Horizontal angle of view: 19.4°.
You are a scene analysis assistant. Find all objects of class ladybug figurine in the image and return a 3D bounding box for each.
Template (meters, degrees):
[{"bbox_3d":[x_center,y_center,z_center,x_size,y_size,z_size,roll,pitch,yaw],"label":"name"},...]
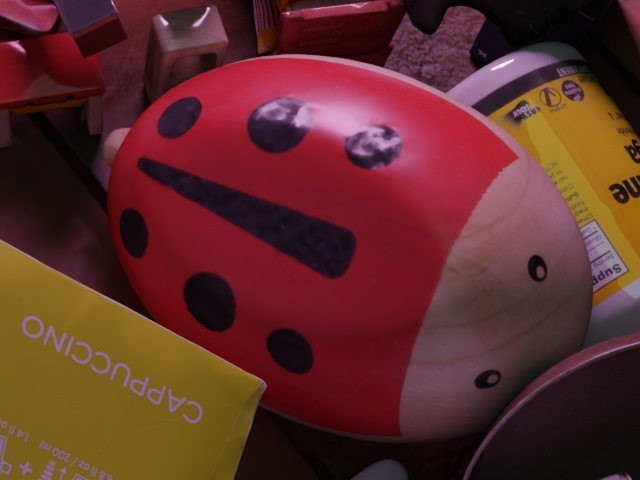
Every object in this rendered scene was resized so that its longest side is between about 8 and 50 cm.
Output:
[{"bbox_3d":[0.000,0.000,1.540,0.449,0.162,0.305,20,93,21],"label":"ladybug figurine"}]

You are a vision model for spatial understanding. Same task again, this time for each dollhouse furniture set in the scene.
[{"bbox_3d":[-0.128,-0.232,1.700,0.374,0.152,0.201,-10,67,-15],"label":"dollhouse furniture set"}]

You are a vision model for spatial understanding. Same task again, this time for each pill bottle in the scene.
[{"bbox_3d":[0.231,0.008,1.636,0.188,0.188,0.334,-25,73,-20],"label":"pill bottle"}]

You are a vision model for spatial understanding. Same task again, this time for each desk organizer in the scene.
[{"bbox_3d":[-0.215,-0.226,1.625,0.047,0.050,0.130,-26,68,-3],"label":"desk organizer"}]

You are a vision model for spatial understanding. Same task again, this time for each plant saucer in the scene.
[{"bbox_3d":[0.255,0.178,1.518,0.311,0.310,0.050,-4,41,-12],"label":"plant saucer"}]

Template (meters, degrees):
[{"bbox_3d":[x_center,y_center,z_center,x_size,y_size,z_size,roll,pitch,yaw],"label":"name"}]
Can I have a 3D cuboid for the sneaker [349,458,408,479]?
[{"bbox_3d":[0.023,0.236,1.561,0.054,0.061,0.152,41,63,12],"label":"sneaker"}]

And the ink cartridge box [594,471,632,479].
[{"bbox_3d":[0.162,0.391,1.356,0.279,0.160,0.384,-20,87,5],"label":"ink cartridge box"}]

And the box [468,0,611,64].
[{"bbox_3d":[0.233,-0.244,1.773,0.093,0.156,0.158,34,64,5],"label":"box"}]

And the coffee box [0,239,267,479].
[{"bbox_3d":[-0.292,0.207,1.307,0.338,0.334,0.338,30,58,-17],"label":"coffee box"}]

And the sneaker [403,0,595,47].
[{"bbox_3d":[0.204,-0.234,1.633,0.286,0.109,0.130,-2,88,4],"label":"sneaker"}]
